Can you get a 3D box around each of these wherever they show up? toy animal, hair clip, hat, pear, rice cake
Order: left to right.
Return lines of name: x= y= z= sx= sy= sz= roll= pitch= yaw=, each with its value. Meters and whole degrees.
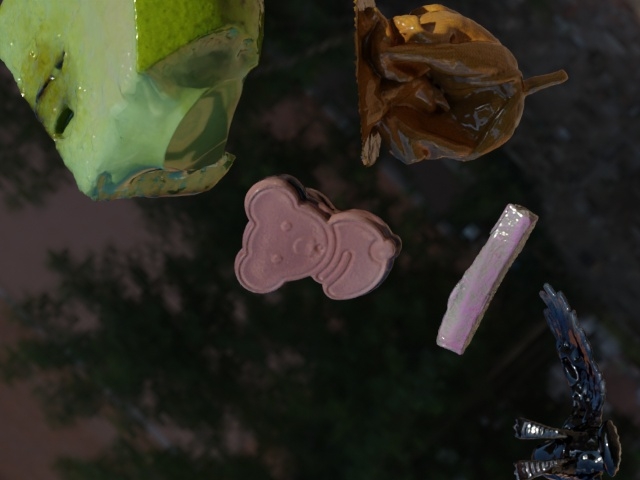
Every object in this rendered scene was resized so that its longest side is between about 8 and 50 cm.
pear: x=-0.162 y=-0.210 z=1.757 sx=0.176 sy=0.282 sz=0.286 roll=-8 pitch=-134 yaw=-35
hair clip: x=-0.005 y=0.004 z=1.778 sx=0.138 sy=0.123 sz=0.102 roll=29 pitch=-151 yaw=19
hat: x=0.165 y=-0.194 z=2.108 sx=0.233 sy=0.233 sz=0.244 roll=-80 pitch=-13 yaw=-52
rice cake: x=0.204 y=0.048 z=2.275 sx=0.047 sy=0.206 sz=0.036 roll=38 pitch=-161 yaw=29
toy animal: x=0.148 y=0.127 z=1.082 sx=0.108 sy=0.062 sz=0.220 roll=48 pitch=-145 yaw=-71
